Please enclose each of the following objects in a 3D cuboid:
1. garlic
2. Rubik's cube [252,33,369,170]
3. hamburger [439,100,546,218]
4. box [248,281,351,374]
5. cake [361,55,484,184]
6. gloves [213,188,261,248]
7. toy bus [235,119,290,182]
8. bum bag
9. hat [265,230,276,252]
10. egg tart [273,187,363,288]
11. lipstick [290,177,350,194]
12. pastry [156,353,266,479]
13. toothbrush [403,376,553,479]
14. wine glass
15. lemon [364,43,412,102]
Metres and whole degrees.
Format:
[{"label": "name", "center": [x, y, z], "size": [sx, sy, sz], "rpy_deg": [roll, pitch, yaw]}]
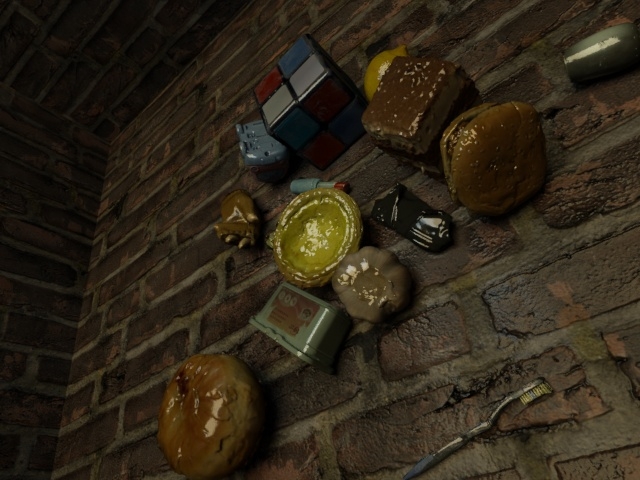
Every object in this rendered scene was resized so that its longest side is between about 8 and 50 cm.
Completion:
[{"label": "garlic", "center": [0.151, 0.125, 1.234], "size": [0.228, 0.152, 0.227], "rpy_deg": [-2, 75, 7]}, {"label": "Rubik's cube", "center": [-0.026, -0.517, 1.623], "size": [0.313, 0.318, 0.316], "rpy_deg": [-40, 46, 21]}, {"label": "hamburger", "center": [0.439, -0.198, 1.071], "size": [0.260, 0.283, 0.144], "rpy_deg": [-35, 35, -5]}, {"label": "box", "center": [-0.058, 0.263, 1.347], "size": [0.312, 0.175, 0.182], "rpy_deg": [18, 71, 45]}, {"label": "cake", "center": [0.303, -0.358, 1.271], "size": [0.256, 0.290, 0.281], "rpy_deg": [32, 94, 47]}, {"label": "gloves", "center": [-0.331, -0.080, 1.768], "size": [0.203, 0.155, 0.356], "rpy_deg": [-34, 34, 14]}, {"label": "toy bus", "center": [-0.231, -0.368, 1.797], "size": [0.198, 0.231, 0.294], "rpy_deg": [-14, 48, -7]}, {"label": "bum bag", "center": [0.275, -0.078, 1.288], "size": [0.326, 0.080, 0.142], "rpy_deg": [39, 99, 45]}, {"label": "hat", "center": [-0.181, 0.001, 1.664], "size": [0.076, 0.059, 0.077], "rpy_deg": [-39, 43, 12]}, {"label": "egg tart", "center": [-0.002, -0.004, 1.418], "size": [0.346, 0.132, 0.345], "rpy_deg": [-7, 72, 24]}, {"label": "lipstick", "center": [-0.001, -0.201, 1.610], "size": [0.274, 0.061, 0.068], "rpy_deg": [8, 71, 43]}, {"label": "pastry", "center": [-0.344, 0.561, 1.371], "size": [0.410, 0.245, 0.409], "rpy_deg": [-22, 51, 31]}, {"label": "toothbrush", "center": [0.347, 0.442, 0.977], "size": [0.413, 0.035, 0.042], "rpy_deg": [-43, 49, 16]}, {"label": "wine glass", "center": [0.734, -0.480, 1.077], "size": [0.205, 0.111, 0.111], "rpy_deg": [-13, 60, 35]}, {"label": "lemon", "center": [0.247, -0.567, 1.506], "size": [0.186, 0.187, 0.244], "rpy_deg": [-115, 35, -41]}]
